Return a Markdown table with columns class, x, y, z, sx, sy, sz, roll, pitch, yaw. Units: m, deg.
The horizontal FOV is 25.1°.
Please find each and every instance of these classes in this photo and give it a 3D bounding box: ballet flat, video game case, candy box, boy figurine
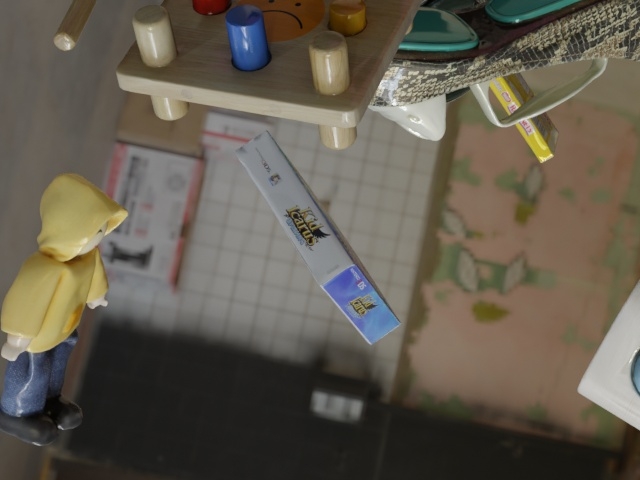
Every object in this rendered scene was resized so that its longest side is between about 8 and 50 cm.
| class | x | y | z | sx | sy | sz | roll | pitch | yaw |
| --- | --- | --- | --- | --- | --- | --- | --- | --- | --- |
| ballet flat | 0.187 | -0.212 | 1.698 | 0.164 | 0.483 | 0.182 | -122 | -158 | -58 |
| video game case | 0.000 | 0.000 | 2.022 | 0.244 | 0.061 | 0.269 | 56 | 1 | 26 |
| candy box | 0.256 | -0.208 | 1.948 | 0.027 | 0.206 | 0.105 | -32 | -170 | 20 |
| boy figurine | -0.269 | 0.064 | 1.511 | 0.177 | 0.092 | 0.285 | -26 | 137 | -65 |

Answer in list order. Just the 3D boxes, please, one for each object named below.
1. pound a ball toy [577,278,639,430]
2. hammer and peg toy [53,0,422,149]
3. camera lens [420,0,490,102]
| class | x | y | z | sx | sy | sz | roll | pitch | yaw |
| --- | --- | --- | --- | --- | --- | --- | --- | --- | --- |
| pound a ball toy | 0.361 | 0.183 | 1.165 | 0.136 | 0.319 | 0.208 | -23 | 142 | -62 |
| hammer and peg toy | -0.094 | -0.222 | 1.458 | 0.127 | 0.361 | 0.266 | 82 | 25 | -45 |
| camera lens | 0.123 | -0.339 | 2.172 | 0.274 | 0.219 | 0.219 | 42 | -53 | 50 |
